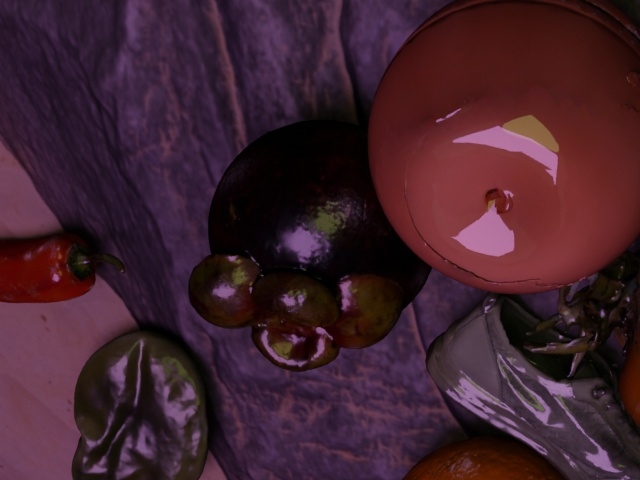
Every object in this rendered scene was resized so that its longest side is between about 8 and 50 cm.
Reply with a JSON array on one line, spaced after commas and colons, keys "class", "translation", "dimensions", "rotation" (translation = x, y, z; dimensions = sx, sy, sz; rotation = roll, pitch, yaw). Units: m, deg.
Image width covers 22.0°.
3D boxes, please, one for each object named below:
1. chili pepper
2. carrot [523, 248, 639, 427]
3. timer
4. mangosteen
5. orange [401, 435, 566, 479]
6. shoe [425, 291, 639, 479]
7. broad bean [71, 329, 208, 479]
[{"class": "chili pepper", "translation": [-0.294, 0.026, 1.607], "dimensions": [0.272, 0.071, 0.063], "rotation": [0, 158, 32]}, {"class": "carrot", "translation": [0.337, 0.087, 1.259], "dimensions": [0.331, 0.214, 0.193], "rotation": [26, 111, 11]}, {"class": "timer", "translation": [0.151, -0.078, 1.233], "dimensions": [0.229, 0.215, 0.230], "rotation": [10, 125, 14]}, {"class": "mangosteen", "translation": [0.000, 0.000, 1.362], "dimensions": [0.209, 0.210, 0.210], "rotation": [12, 123, 19]}, {"class": "orange", "translation": [0.152, 0.286, 1.479], "dimensions": [0.224, 0.170, 0.224], "rotation": [11, 124, 17]}, {"class": "shoe", "translation": [0.223, 0.144, 1.403], "dimensions": [0.275, 0.103, 0.098], "rotation": [34, 126, 5]}, {"class": "broad bean", "translation": [-0.181, 0.188, 1.643], "dimensions": [0.153, 0.072, 0.207], "rotation": [27, 126, 1]}]
